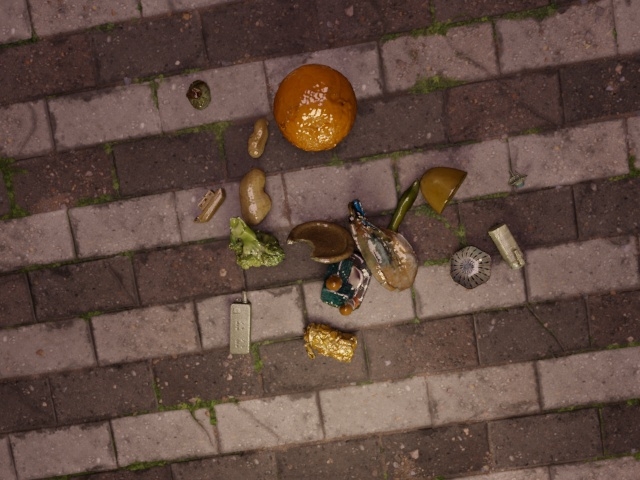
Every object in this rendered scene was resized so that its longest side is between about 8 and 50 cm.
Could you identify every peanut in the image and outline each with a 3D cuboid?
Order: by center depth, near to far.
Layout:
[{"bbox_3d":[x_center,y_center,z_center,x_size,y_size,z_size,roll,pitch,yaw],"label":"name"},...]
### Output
[{"bbox_3d":[-0.285,-0.191,1.757,0.137,0.122,0.254,-9,91,-22],"label":"peanut"},{"bbox_3d":[-0.273,-0.446,1.761,0.080,0.080,0.175,17,91,1],"label":"peanut"}]

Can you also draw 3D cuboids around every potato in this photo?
[{"bbox_3d":[0.502,-0.236,1.714,0.158,0.178,0.204,38,119,14],"label":"potato"}]

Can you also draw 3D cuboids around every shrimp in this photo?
[{"bbox_3d":[0.259,0.016,1.713,0.221,0.110,0.446,-37,95,-16],"label":"shrimp"}]

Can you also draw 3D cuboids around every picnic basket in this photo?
[{"bbox_3d":[0.848,-0.266,1.740,0.083,0.065,0.083,-30,109,8],"label":"picnic basket"}]

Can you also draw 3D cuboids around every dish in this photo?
[{"bbox_3d":[0.647,0.114,1.771,0.190,0.066,0.191,0,92,2],"label":"dish"}]

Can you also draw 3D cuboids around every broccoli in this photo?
[{"bbox_3d":[-0.279,0.038,1.683,0.254,0.302,0.186,32,90,-3],"label":"broccoli"}]

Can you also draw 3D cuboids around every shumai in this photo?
[{"bbox_3d":[-0.536,-0.638,1.749,0.098,0.087,0.124,-8,92,4],"label":"shumai"}]

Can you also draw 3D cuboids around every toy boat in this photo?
[{"bbox_3d":[-0.497,-0.156,1.797,0.077,0.057,0.201,37,95,4],"label":"toy boat"}]

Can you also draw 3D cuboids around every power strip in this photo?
[{"bbox_3d":[-0.359,0.370,1.829,0.093,0.053,0.288,1,95,2],"label":"power strip"}]

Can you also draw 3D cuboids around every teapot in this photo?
[{"bbox_3d":[0.812,0.028,1.739,0.077,0.107,0.201,-31,93,1],"label":"teapot"}]

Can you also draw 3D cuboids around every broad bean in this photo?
[{"bbox_3d":[0.354,-0.121,1.765,0.075,0.067,0.325,18,102,-28],"label":"broad bean"}]

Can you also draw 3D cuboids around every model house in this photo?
[{"bbox_3d":[0.105,0.181,1.687,0.190,0.301,0.272,21,95,8],"label":"model house"}]

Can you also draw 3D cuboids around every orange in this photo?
[{"bbox_3d":[-0.021,-0.537,1.623,0.340,0.341,0.294,-11,56,3],"label":"orange"}]

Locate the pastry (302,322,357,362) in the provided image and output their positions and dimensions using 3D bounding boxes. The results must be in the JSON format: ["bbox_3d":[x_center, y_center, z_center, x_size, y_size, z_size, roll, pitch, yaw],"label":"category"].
[{"bbox_3d":[0.032,0.457,1.797,0.249,0.102,0.154,18,95,-1],"label":"pastry"}]

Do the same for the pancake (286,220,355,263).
[{"bbox_3d":[0.000,0.000,1.694,0.285,0.288,0.033,-1,126,-4],"label":"pancake"}]
